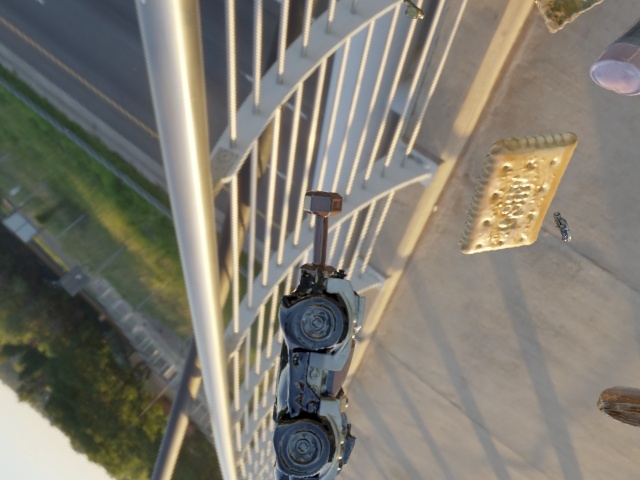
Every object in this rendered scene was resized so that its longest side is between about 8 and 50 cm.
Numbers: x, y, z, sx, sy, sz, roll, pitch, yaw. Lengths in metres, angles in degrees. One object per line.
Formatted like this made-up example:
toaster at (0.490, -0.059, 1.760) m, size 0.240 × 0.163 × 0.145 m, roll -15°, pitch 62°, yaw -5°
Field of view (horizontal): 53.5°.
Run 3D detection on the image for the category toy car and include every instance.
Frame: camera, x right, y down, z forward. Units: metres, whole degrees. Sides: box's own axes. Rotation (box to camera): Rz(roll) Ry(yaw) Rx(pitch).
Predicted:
toy car at (-0.007, 0.187, 0.845) m, size 0.117 × 0.301 × 0.193 m, roll 4°, pitch 177°, yaw -6°
toy car at (0.605, -0.038, 1.589) m, size 0.025 × 0.093 × 0.041 m, roll -15°, pitch 128°, yaw 11°

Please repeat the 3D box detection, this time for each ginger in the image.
ginger at (0.278, -0.678, 1.876) m, size 0.030 × 0.048 × 0.097 m, roll -5°, pitch 162°, yaw 43°

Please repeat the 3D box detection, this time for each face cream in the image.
face cream at (0.606, -0.366, 1.162) m, size 0.107 × 0.269 × 0.073 m, roll 29°, pitch 150°, yaw 34°

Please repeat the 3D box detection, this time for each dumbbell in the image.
dumbbell at (0.000, 0.000, 1.476) m, size 0.082 × 0.092 × 0.231 m, roll 8°, pitch 96°, yaw 38°

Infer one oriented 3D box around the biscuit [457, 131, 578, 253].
biscuit at (0.331, -0.073, 1.077) m, size 0.250 × 0.160 × 0.030 m, roll 96°, pitch 161°, yaw -45°

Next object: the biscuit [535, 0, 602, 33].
biscuit at (0.542, -0.675, 1.151) m, size 0.429 × 0.104 × 0.446 m, roll -25°, pitch 117°, yaw 20°

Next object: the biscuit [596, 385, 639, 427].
biscuit at (0.544, 0.270, 0.934) m, size 0.277 × 0.052 × 0.262 m, roll 14°, pitch -179°, yaw 43°
